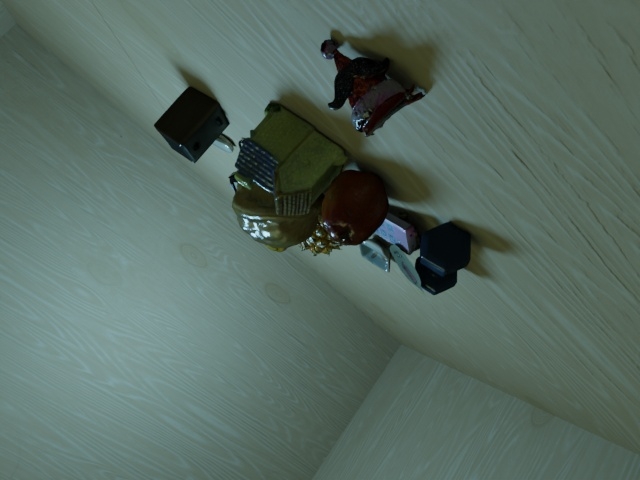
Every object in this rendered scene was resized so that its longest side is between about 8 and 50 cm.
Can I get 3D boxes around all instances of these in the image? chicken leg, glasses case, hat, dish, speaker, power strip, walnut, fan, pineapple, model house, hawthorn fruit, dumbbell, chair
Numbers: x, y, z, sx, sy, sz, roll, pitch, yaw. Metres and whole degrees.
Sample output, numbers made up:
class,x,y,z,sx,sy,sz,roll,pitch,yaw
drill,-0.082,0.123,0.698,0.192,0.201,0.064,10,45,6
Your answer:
class,x,y,z,sx,sy,sz,roll,pitch,yaw
chicken leg,0.303,-0.026,1.391,0.093,0.070,0.178,49,169,52
glasses case,-0.495,-0.482,1.969,0.204,0.051,0.081,33,168,20
hat,0.082,-0.331,0.841,0.227,0.129,0.140,53,127,6
dish,0.250,0.048,1.794,0.154,0.064,0.234,33,168,20
speaker,-0.520,-0.467,1.673,0.192,0.231,0.153,34,167,16
power strip,0.226,-0.049,1.404,0.279,0.037,0.109,39,154,50
walnut,-0.169,-0.142,1.653,0.383,0.384,0.383,35,168,9
fan,0.325,0.145,1.397,0.310,0.010,0.182,57,175,3
pineapple,0.003,0.001,1.979,0.286,0.209,0.344,31,165,26
model house,-0.114,-0.231,1.336,0.321,0.266,0.261,36,164,7
hawthorn fruit,0.095,-0.086,1.259,0.210,0.262,0.211,20,146,14
dumbbell,0.382,0.066,1.312,0.143,0.157,0.316,4,160,10
chair,-0.336,-0.310,1.788,0.106,0.113,0.229,11,126,44

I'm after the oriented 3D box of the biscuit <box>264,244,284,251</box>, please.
class,x,y,z,sx,sy,sz,roll,pitch,yaw
biscuit,-0.263,-0.067,1.960,0.296,0.102,0.296,42,157,23

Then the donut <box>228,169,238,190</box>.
class,x,y,z,sx,sy,sz,roll,pitch,yaw
donut,-0.283,-0.233,2.075,0.382,0.142,0.383,35,168,9
